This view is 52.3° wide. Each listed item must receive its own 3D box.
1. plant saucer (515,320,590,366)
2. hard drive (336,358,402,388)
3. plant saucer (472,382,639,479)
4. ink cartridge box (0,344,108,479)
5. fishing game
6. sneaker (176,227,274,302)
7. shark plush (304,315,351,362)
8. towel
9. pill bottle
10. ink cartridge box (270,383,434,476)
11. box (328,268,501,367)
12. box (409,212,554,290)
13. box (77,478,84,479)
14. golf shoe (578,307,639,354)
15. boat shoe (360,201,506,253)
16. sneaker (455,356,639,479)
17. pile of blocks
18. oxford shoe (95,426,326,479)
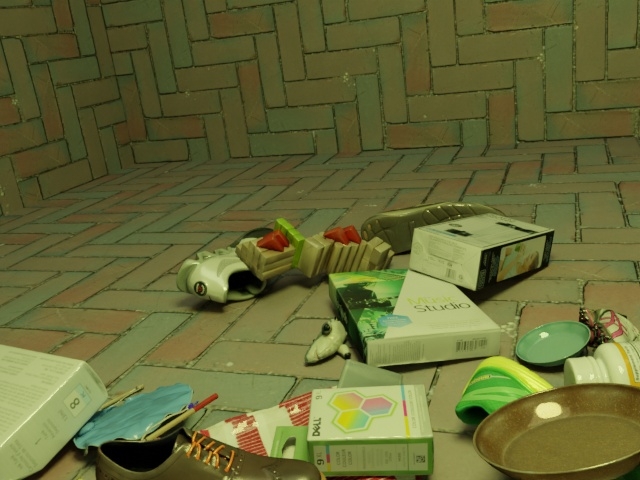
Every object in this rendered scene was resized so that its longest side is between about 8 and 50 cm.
[{"bbox_3d":[0.377,0.170,1.051,0.119,0.021,0.119,-23,15,7],"label":"plant saucer"},{"bbox_3d":[0.073,0.223,0.975,0.094,0.022,0.135,15,12,6],"label":"hard drive"},{"bbox_3d":[0.261,0.205,0.678,0.199,0.036,0.198,-18,4,1],"label":"plant saucer"},{"bbox_3d":[-0.549,0.316,0.948,0.308,0.091,0.385,2,38,34],"label":"ink cartridge box"},{"bbox_3d":[-0.278,0.271,0.986,0.264,0.041,0.189,-10,12,45],"label":"fishing game"},{"bbox_3d":[-0.163,0.070,1.494,0.146,0.122,0.330,23,30,25],"label":"sneaker"},{"bbox_3d":[0.007,0.170,1.191,0.067,0.073,0.161,-35,18,14],"label":"shark plush"},{"bbox_3d":[-0.064,0.294,0.866,0.329,0.037,0.237,-13,20,-17],"label":"towel"},{"bbox_3d":[0.439,0.189,0.853,0.215,0.117,0.117,-5,18,8],"label":"pill bottle"},{"bbox_3d":[0.036,0.245,0.840,0.209,0.062,0.109,-3,21,5],"label":"ink cartridge box"},{"bbox_3d":[0.157,0.130,1.205,0.232,0.058,0.322,-3,16,-10],"label":"box"},{"bbox_3d":[0.342,0.016,1.366,0.290,0.087,0.169,-10,21,-42],"label":"box"},{"bbox_3d":[-0.204,0.357,0.600,0.243,0.117,0.213,2,21,29],"label":"box"},{"bbox_3d":[0.471,0.153,1.030,0.086,0.067,0.186,-3,18,9],"label":"golf shoe"},{"bbox_3d":[0.280,-0.044,1.604,0.356,0.132,0.130,-1,20,16],"label":"boat shoe"},{"bbox_3d":[0.286,0.253,0.789,0.123,0.109,0.295,-43,34,-14],"label":"sneaker"},{"bbox_3d":[0.000,0.000,1.448,0.362,0.112,0.149,1,38,-21],"label":"pile of blocks"},{"bbox_3d":[-0.129,0.272,0.749,0.272,0.098,0.097,-4,20,2],"label":"oxford shoe"}]
